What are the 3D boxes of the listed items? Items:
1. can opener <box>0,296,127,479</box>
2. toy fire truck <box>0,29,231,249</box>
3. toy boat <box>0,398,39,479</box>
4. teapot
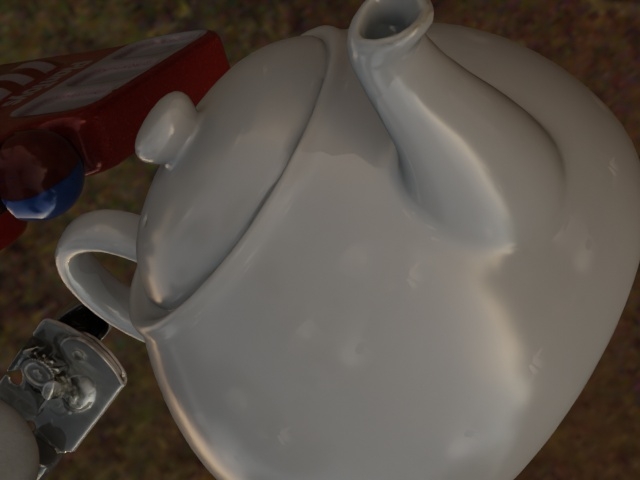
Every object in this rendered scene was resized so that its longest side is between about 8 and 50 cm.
[{"bbox_3d":[-0.218,0.138,1.336,0.076,0.095,0.283,37,133,-3],"label":"can opener"},{"bbox_3d":[-0.219,-0.055,1.043,0.254,0.302,0.169,-7,108,28],"label":"toy fire truck"},{"bbox_3d":[-0.214,0.192,0.743,0.267,0.318,0.148,25,120,3],"label":"toy boat"},{"bbox_3d":[0.000,0.000,0.762,0.187,0.256,0.252,32,-164,-16],"label":"teapot"}]
